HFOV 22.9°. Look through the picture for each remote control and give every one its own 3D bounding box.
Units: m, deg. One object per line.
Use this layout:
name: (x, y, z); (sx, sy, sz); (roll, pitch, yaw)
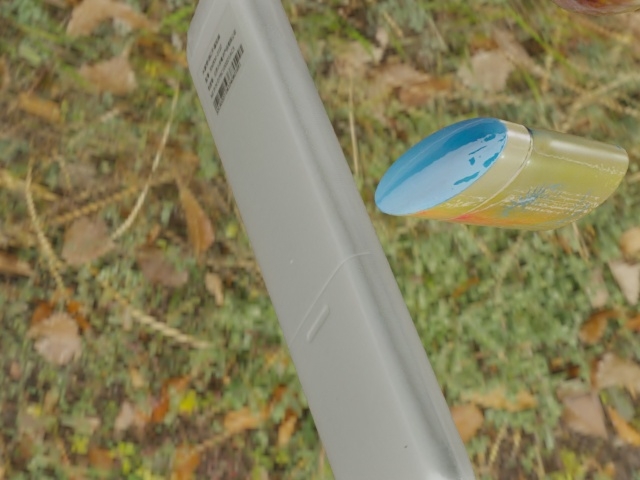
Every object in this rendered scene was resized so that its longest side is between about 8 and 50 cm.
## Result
remote control: (0.000, 0.000, 0.600); (0.029, 0.261, 0.067); (-3, 144, -28)

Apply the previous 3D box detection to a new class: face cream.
face cream: (0.180, -0.060, 1.514); (0.139, 0.067, 0.285); (-36, 157, 29)

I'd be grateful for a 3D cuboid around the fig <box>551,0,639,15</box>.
fig: (0.314, -0.299, 1.563); (0.230, 0.143, 0.160); (-15, 153, -41)
